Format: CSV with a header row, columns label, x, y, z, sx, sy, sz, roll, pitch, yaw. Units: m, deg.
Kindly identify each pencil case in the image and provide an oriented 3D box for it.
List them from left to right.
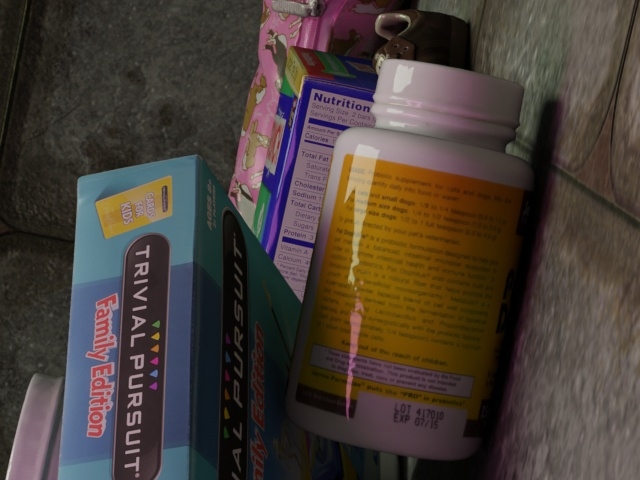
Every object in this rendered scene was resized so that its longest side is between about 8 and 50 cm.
label,x,y,z,sx,sy,sz,roll,pitch,yaw
pencil case,-0.015,-0.119,1.978,0.160,0.167,0.386,37,121,48

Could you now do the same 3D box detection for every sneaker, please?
label,x,y,z,sx,sy,sz,roll,pitch,yaw
sneaker,0.071,-0.112,1.441,0.188,0.071,0.066,-86,9,-57

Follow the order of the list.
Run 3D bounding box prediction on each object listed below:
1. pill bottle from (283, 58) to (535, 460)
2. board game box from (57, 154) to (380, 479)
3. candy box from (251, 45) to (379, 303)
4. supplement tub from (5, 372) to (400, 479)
label,x,y,z,sx,sy,sz,roll,pitch,yaw
pill bottle,0.054,0.010,1.094,0.117,0.117,0.215,-153,74,-85
board game box,-0.046,0.148,1.132,0.336,0.079,0.254,58,-154,-54
candy box,0.000,0.000,1.709,0.268,0.122,0.317,-104,27,-80
supplement tub,-0.091,0.203,1.401,0.191,0.272,0.191,-168,90,-85
